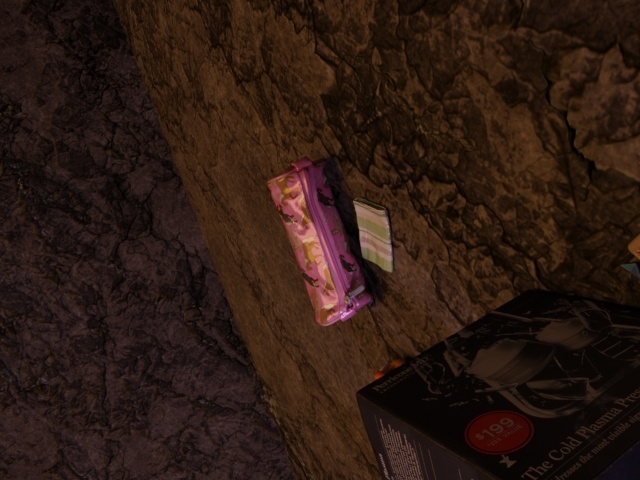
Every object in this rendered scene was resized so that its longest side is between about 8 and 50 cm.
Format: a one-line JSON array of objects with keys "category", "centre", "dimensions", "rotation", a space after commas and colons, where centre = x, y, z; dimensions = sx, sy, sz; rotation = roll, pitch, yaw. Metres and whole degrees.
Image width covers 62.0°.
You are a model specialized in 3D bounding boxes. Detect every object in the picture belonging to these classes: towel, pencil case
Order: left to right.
[{"category": "pencil case", "centre": [0.000, 0.000, 1.265], "dimensions": [0.167, 0.160, 0.386], "rotation": [-19, 92, 37]}, {"category": "towel", "centre": [0.116, -0.012, 1.174], "dimensions": [0.113, 0.023, 0.152], "rotation": [32, 137, 54]}]

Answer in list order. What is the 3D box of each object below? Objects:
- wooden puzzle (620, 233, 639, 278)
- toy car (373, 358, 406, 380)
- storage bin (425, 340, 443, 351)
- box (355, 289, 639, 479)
[{"category": "wooden puzzle", "centre": [0.400, 0.014, 0.614], "dimensions": [0.078, 0.014, 0.116], "rotation": [52, 151, 33]}, {"category": "toy car", "centre": [0.179, 0.371, 1.216], "dimensions": [0.159, 0.136, 0.182], "rotation": [-22, 89, 66]}, {"category": "storage bin", "centre": [0.234, 0.265, 1.071], "dimensions": [0.098, 0.091, 0.135], "rotation": [64, 156, 11]}, {"category": "box", "centre": [0.277, 0.225, 0.640], "dimensions": [0.312, 0.343, 0.179], "rotation": [6, 117, 62]}]
